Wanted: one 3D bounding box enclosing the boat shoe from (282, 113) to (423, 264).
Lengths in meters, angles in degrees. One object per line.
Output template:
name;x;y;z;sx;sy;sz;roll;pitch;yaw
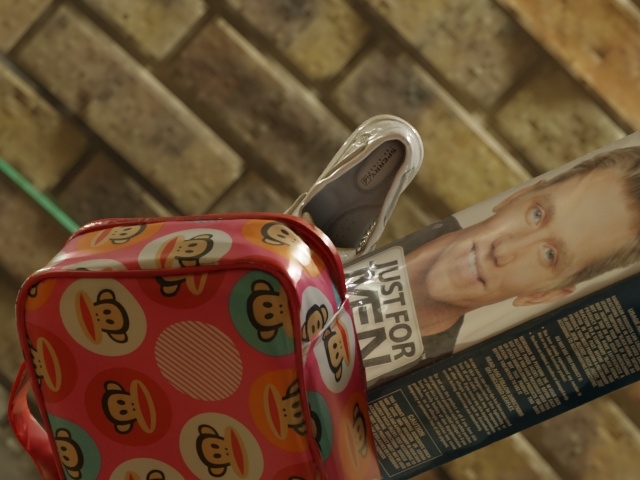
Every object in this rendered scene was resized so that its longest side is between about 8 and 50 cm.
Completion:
boat shoe;0.000;0.000;1.861;0.098;0.277;0.096;32;8;-2

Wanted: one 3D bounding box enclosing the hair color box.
hair color box;0.134;0.060;1.519;0.105;0.347;0.174;58;13;-34

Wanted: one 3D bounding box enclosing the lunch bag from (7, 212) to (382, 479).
lunch bag;-0.098;0.129;1.375;0.120;0.258;0.293;-55;138;-60
